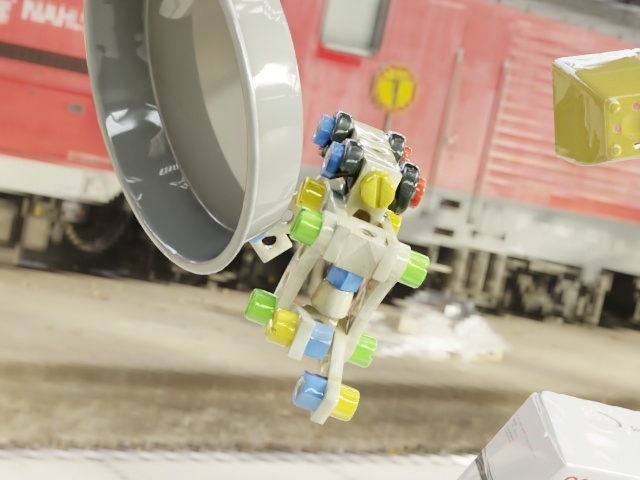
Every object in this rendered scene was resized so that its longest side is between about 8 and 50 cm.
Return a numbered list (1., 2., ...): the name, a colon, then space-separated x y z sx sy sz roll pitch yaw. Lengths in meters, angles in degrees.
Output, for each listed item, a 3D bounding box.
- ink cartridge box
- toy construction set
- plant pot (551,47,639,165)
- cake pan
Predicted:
1. ink cartridge box: 0.225 0.263 1.366 0.160 0.219 0.092 14 38 -29
2. toy construction set: 0.000 0.000 1.253 0.151 0.215 0.327 16 18 -25
3. plant pot: 0.229 -0.097 1.054 0.082 0.081 0.083 -8 18 -4
4. cake pan: -0.100 -0.122 1.044 0.054 0.293 0.293 -15 19 -28
